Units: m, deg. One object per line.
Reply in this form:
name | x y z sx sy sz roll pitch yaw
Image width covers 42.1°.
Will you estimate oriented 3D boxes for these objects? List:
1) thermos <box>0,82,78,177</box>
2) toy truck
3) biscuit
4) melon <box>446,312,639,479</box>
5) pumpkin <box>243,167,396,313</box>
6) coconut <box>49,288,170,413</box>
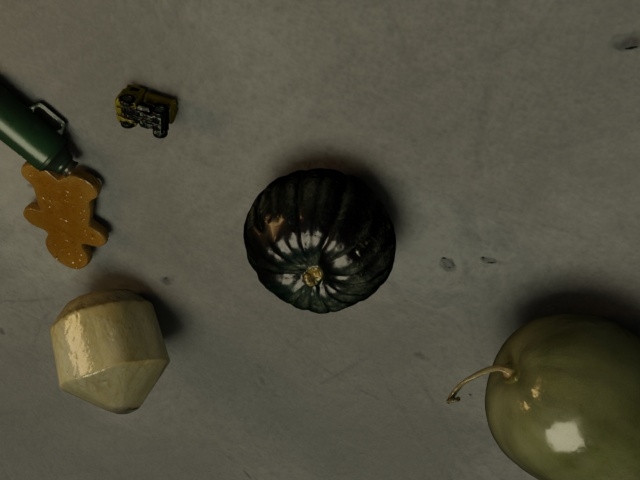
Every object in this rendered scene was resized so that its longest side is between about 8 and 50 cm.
thermos | -0.458 -0.173 1.294 0.187 0.083 0.073 41 156 -20
toy truck | -0.251 -0.188 1.191 0.083 0.054 0.049 18 137 7
biscuit | -0.436 -0.042 1.433 0.158 0.035 0.240 21 137 7
melon | 0.376 0.234 1.189 0.271 0.272 0.308 -18 140 36
pumpkin | 0.000 0.000 1.188 0.220 0.162 0.221 4 134 5
coconut | -0.381 0.207 1.515 0.202 0.202 0.222 -33 69 43
